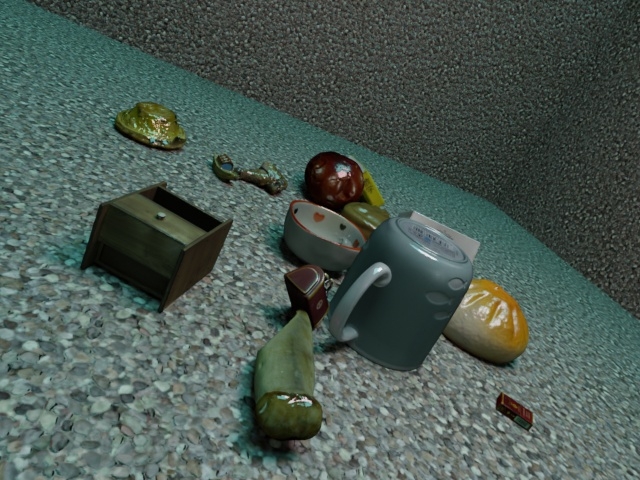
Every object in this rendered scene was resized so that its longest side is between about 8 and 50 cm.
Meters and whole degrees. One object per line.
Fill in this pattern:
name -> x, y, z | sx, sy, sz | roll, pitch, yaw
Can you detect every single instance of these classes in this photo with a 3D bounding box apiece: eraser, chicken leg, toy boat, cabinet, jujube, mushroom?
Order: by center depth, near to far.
mushroom -> -0.060, 0.212, 0.816 | 0.107, 0.087, 0.333 | 27, 17, -14
cabinet -> -0.306, -0.001, 0.916 | 0.175, 0.148, 0.215 | 29, 22, 3
toy boat -> -0.319, -0.246, 1.572 | 0.065, 0.066, 0.172 | 13, 26, -39
chicken leg -> -0.207, -0.227, 1.651 | 0.196, 0.080, 0.125 | 22, 35, -11
jujube -> 0.048, -0.242, 1.829 | 0.223, 0.223, 0.318 | 19, 15, -20
eraser -> 0.181, -0.244, 2.010 | 0.226, 0.069, 0.158 | 53, 2, -41

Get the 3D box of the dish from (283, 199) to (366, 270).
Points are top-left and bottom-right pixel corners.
dish -> 0.000, 0.000, 1.318 | 0.256, 0.117, 0.256 | 24, 22, -10

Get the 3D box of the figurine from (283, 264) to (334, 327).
figurine -> -0.013, 0.116, 1.018 | 0.098, 0.154, 0.082 | -39, 54, -21

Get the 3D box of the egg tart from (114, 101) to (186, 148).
egg tart -> -0.559, -0.392, 1.575 | 0.241, 0.106, 0.241 | 22, 26, -12

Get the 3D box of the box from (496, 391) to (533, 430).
box -> 0.447, 0.392, 1.082 | 0.082, 0.023, 0.051 | 33, 21, 13

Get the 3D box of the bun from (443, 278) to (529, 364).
bun -> 0.467, 0.200, 1.353 | 0.299, 0.164, 0.299 | 25, 21, -10

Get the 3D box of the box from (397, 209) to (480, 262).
box -> 0.415, -0.002, 1.742 | 0.274, 0.116, 0.203 | 25, -1, -6

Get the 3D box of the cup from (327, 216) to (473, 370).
cup -> 0.158, 0.108, 1.044 | 0.259, 0.274, 0.357 | 39, 23, 30

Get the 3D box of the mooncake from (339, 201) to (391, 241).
mooncake -> 0.168, -0.053, 1.647 | 0.235, 0.117, 0.235 | 26, 23, -12
